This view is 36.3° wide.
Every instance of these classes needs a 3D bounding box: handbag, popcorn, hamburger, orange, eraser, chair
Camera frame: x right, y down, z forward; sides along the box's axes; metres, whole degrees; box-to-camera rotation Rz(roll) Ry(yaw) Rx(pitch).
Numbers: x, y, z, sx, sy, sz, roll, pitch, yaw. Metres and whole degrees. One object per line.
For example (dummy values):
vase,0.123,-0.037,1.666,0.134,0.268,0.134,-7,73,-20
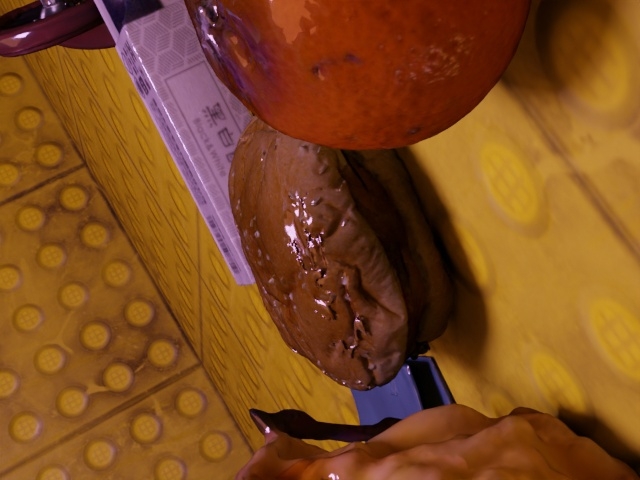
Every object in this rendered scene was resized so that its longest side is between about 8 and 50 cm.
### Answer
handbag,0.089,0.187,1.067,0.221,0.057,0.144,164,86,-75
popcorn,0.083,0.265,0.743,0.382,0.349,0.349,48,159,22
hamburger,0.001,0.002,0.884,0.266,0.134,0.285,63,162,-11
orange,0.010,-0.154,0.539,0.224,0.170,0.224,52,162,25
eraser,-0.140,-0.147,1.133,0.404,0.096,0.098,64,165,-5
chair,-0.363,-0.390,1.195,0.226,0.226,0.401,33,148,59
